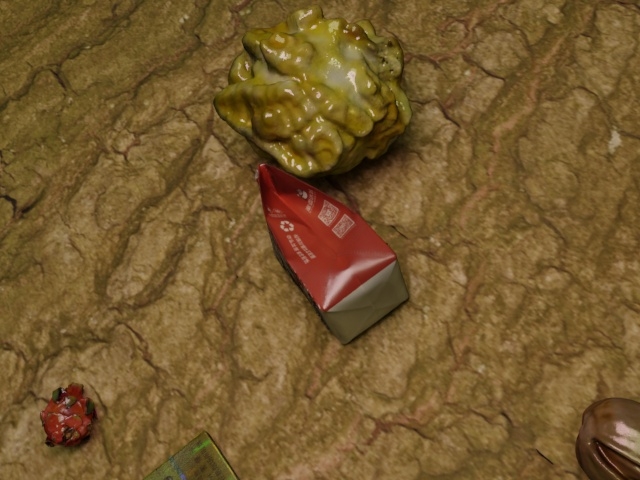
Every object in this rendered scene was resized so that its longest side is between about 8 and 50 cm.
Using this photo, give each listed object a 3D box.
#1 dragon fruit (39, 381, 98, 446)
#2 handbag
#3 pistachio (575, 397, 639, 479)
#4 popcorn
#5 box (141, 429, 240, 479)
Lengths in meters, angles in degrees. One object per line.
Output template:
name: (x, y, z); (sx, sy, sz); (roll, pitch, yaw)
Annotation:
dragon fruit: (-0.409, 0.280, 1.283); (0.081, 0.086, 0.116); (-46, 43, 32)
handbag: (0.000, 0.000, 1.280); (0.151, 0.171, 0.298); (-35, 61, -5)
pistachio: (0.437, 0.293, 1.044); (0.206, 0.131, 0.129); (32, 118, 22)
popcorn: (-0.018, -0.250, 1.343); (0.312, 0.312, 0.312); (-6, 61, 11)
box: (-0.219, 0.397, 1.199); (0.193, 0.030, 0.121); (-37, 59, -8)
